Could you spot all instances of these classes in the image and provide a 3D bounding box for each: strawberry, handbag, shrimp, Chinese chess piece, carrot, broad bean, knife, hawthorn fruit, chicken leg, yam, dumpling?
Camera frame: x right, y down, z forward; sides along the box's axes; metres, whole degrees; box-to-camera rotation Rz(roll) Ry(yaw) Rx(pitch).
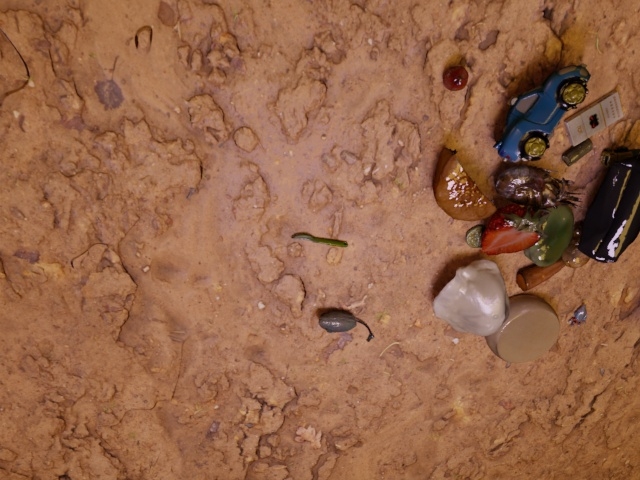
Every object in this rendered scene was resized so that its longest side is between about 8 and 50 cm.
[{"bbox_3d":[0.594,-0.029,1.601,0.174,0.098,0.228,11,152,2],"label":"strawberry"},{"bbox_3d":[0.968,-0.113,1.621,0.287,0.152,0.343,-12,123,-40],"label":"handbag"},{"bbox_3d":[0.694,-0.158,1.581,0.342,0.117,0.145,12,129,-17],"label":"shrimp"},{"bbox_3d":[0.733,0.325,1.878,0.273,0.102,0.274,-5,119,-8],"label":"Chinese chess piece"},{"bbox_3d":[0.780,0.102,1.787,0.205,0.072,0.072,-28,122,-5],"label":"carrot"},{"bbox_3d":[0.752,-0.018,1.687,0.169,0.100,0.228,-14,120,-12],"label":"broad bean"},{"bbox_3d":[0.000,0.000,1.578,0.183,0.022,0.026,9,144,-17],"label":"knife"},{"bbox_3d":[0.363,-0.429,1.361,0.066,0.103,0.067,1,105,3],"label":"hawthorn fruit"},{"bbox_3d":[0.875,-0.005,1.732,0.085,0.101,0.208,24,92,-27],"label":"chicken leg"},{"bbox_3d":[0.790,-0.270,1.579,0.094,0.043,0.043,-37,120,9],"label":"yam"},{"bbox_3d":[0.499,0.221,1.716,0.242,0.187,0.318,-7,124,-12],"label":"dumpling"}]

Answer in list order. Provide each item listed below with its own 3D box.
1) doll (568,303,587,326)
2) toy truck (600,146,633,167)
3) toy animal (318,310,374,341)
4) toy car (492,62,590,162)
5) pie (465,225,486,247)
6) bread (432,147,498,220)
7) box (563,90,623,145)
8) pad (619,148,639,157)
[{"bbox_3d":[0.980,0.285,1.945,0.057,0.039,0.114,21,133,24],"label":"doll"},{"bbox_3d":[0.920,-0.258,1.603,0.083,0.054,0.049,-7,121,1],"label":"toy truck"},{"bbox_3d":[0.096,0.286,1.749,0.252,0.070,0.079,19,150,-34],"label":"toy animal"},{"bbox_3d":[0.600,-0.355,1.420,0.165,0.198,0.314,34,109,7],"label":"toy car"},{"bbox_3d":[0.515,-0.010,1.685,0.085,0.017,0.085,-6,119,-11],"label":"pie"},{"bbox_3d":[0.403,-0.143,1.522,0.134,0.129,0.260,-37,119,12],"label":"bread"},{"bbox_3d":[0.818,-0.365,1.540,0.166,0.024,0.090,-32,121,6],"label":"box"},{"bbox_3d":[1.023,-0.187,1.699,0.170,0.006,0.246,-5,121,-9],"label":"pad"}]
